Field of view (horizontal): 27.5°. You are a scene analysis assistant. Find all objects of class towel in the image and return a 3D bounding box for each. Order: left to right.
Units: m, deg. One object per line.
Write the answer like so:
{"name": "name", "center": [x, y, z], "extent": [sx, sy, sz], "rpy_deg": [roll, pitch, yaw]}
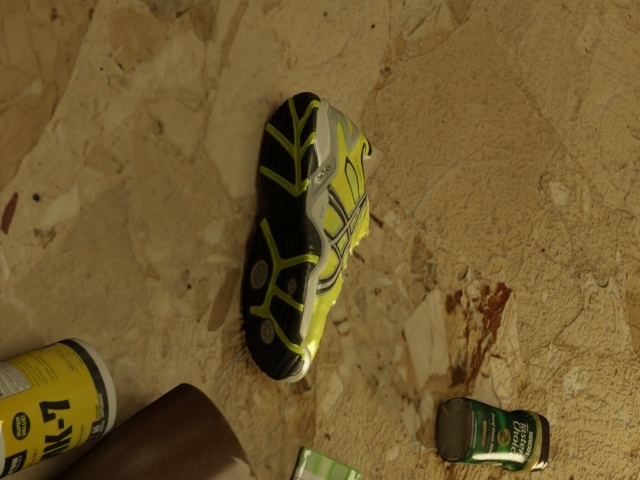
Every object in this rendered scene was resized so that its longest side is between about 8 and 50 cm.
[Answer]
{"name": "towel", "center": [0.000, 0.362, 1.732], "extent": [0.113, 0.023, 0.152], "rpy_deg": [31, 64, -34]}

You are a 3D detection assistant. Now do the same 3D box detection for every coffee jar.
{"name": "coffee jar", "center": [0.260, 0.290, 1.931], "extent": [0.184, 0.079, 0.096], "rpy_deg": [15, 73, -39]}

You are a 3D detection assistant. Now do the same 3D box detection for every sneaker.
{"name": "sneaker", "center": [0.000, 0.000, 1.713], "extent": [0.147, 0.145, 0.385], "rpy_deg": [20, 72, -37]}

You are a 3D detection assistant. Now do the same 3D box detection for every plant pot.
{"name": "plant pot", "center": [-0.208, 0.305, 1.460], "extent": [0.230, 0.215, 0.215], "rpy_deg": [-25, 99, -26]}

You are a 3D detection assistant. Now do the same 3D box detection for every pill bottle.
{"name": "pill bottle", "center": [-0.335, 0.189, 1.407], "extent": [0.208, 0.119, 0.119], "rpy_deg": [-19, 95, -41]}
